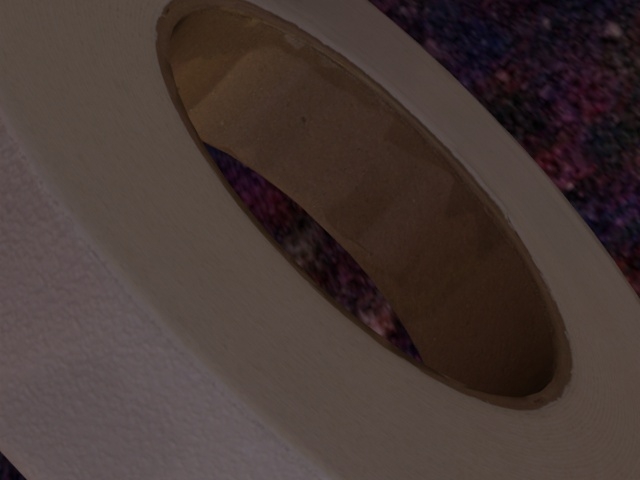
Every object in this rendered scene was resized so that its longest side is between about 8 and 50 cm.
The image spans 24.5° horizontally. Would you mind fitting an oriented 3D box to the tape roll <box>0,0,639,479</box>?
[{"bbox_3d":[0.000,0.000,0.567,0.392,0.392,0.072,34,115,-24],"label":"tape roll"}]
